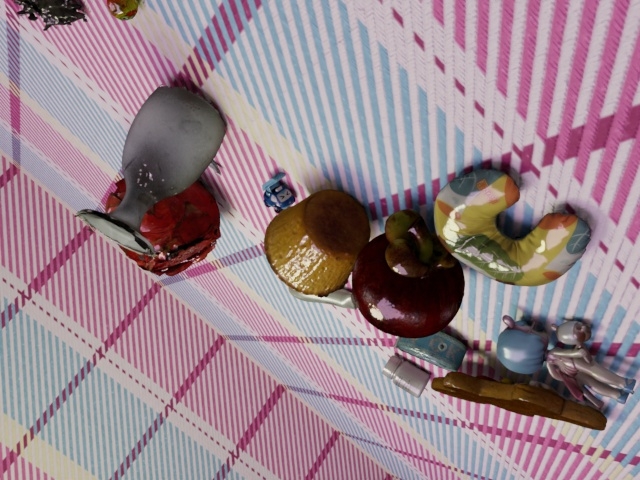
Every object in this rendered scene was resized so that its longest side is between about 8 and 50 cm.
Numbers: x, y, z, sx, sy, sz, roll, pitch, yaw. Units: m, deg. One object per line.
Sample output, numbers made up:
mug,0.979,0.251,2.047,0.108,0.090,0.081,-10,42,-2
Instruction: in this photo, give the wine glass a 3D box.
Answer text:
wine glass,-0.341,-0.150,1.246,0.190,0.357,0.190,20,159,8

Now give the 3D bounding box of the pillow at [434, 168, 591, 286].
pillow,0.290,-0.018,0.947,0.233,0.086,0.214,36,147,8

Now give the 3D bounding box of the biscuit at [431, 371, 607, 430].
biscuit,0.429,0.360,1.427,0.283,0.064,0.432,24,164,-23

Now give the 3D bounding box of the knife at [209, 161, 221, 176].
knife,-0.313,-0.221,1.475,0.184,0.026,0.022,39,118,-1

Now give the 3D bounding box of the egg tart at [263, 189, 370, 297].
egg tart,0.000,0.000,1.234,0.215,0.215,0.171,39,146,-6

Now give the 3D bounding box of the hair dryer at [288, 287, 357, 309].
hair dryer,-0.012,0.086,1.609,0.206,0.075,0.237,11,139,33

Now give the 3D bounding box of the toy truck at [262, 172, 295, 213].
toy truck,-0.098,-0.114,1.341,0.073,0.056,0.090,29,144,32

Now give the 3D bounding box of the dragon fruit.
dragon fruit,-0.427,-0.055,1.622,0.302,0.295,0.295,39,157,3

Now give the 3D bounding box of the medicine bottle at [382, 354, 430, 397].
medicine bottle,0.256,0.405,1.787,0.130,0.080,0.080,29,156,19

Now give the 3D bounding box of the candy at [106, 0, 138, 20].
candy,-0.388,-0.487,1.056,0.060,0.060,0.201,13,139,44

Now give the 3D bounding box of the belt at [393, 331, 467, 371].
belt,0.276,0.261,1.482,0.163,0.082,0.147,24,165,6

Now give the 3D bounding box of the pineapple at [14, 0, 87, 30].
pineapple,-0.572,-0.511,1.156,0.158,0.158,0.278,26,167,24

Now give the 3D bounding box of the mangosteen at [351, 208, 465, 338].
mangosteen,0.165,0.054,1.110,0.215,0.215,0.257,24,134,27

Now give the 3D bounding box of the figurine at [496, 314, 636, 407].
figurine,0.458,0.226,1.130,0.260,0.103,0.205,26,155,26
